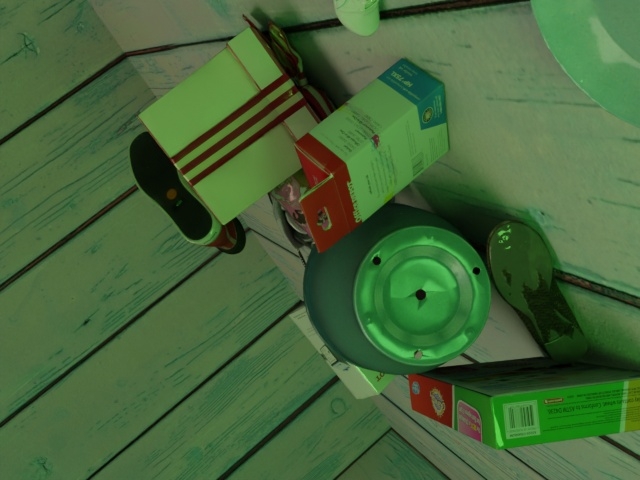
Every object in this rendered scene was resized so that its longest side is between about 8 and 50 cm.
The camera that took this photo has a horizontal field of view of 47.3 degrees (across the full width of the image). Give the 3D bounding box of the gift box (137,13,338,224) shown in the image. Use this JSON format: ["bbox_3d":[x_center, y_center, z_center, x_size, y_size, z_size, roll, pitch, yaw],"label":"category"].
[{"bbox_3d":[-0.125,-0.217,1.229,0.255,0.258,0.276,53,-172,-18],"label":"gift box"}]

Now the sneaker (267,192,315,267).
[{"bbox_3d":[0.000,0.000,1.569,0.366,0.137,0.210,58,-176,-15],"label":"sneaker"}]

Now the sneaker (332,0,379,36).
[{"bbox_3d":[0.045,-0.292,0.834,0.061,0.053,0.152,39,163,36],"label":"sneaker"}]

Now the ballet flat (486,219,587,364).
[{"bbox_3d":[0.289,0.068,0.984,0.250,0.084,0.058,53,-168,-26],"label":"ballet flat"}]

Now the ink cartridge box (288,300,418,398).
[{"bbox_3d":[0.064,0.150,1.237,0.191,0.139,0.082,50,149,-2],"label":"ink cartridge box"}]

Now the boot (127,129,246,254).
[{"bbox_3d":[-0.228,-0.078,1.279,0.244,0.088,0.176,53,-173,17],"label":"boot"}]

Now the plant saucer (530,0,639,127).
[{"bbox_3d":[0.238,-0.166,0.534,0.195,0.037,0.195,48,168,13],"label":"plant saucer"}]

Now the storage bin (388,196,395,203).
[{"bbox_3d":[0.069,-0.106,1.242,0.135,0.098,0.091,51,-164,-3],"label":"storage bin"}]

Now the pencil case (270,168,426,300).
[{"bbox_3d":[0.071,-0.001,1.361,0.386,0.160,0.167,51,153,-1],"label":"pencil case"}]

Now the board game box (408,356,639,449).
[{"bbox_3d":[0.288,0.218,1.032,0.316,0.242,0.064,157,108,-78],"label":"board game box"}]

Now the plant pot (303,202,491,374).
[{"bbox_3d":[0.120,0.074,1.051,0.272,0.271,0.255,52,175,-4],"label":"plant pot"}]

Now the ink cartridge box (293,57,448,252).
[{"bbox_3d":[0.053,-0.105,0.930,0.078,0.231,0.134,43,166,31],"label":"ink cartridge box"}]
